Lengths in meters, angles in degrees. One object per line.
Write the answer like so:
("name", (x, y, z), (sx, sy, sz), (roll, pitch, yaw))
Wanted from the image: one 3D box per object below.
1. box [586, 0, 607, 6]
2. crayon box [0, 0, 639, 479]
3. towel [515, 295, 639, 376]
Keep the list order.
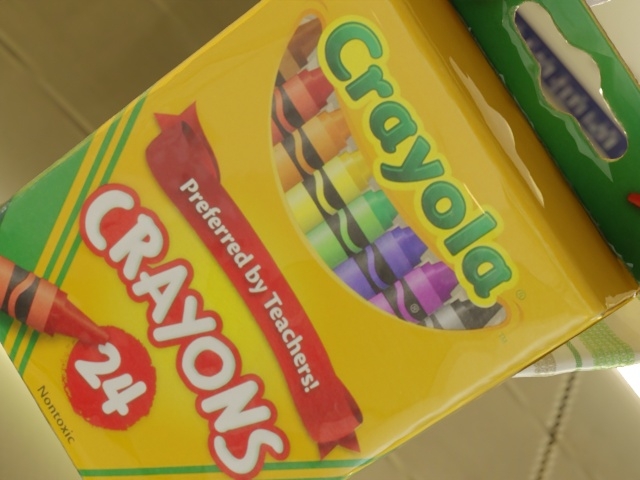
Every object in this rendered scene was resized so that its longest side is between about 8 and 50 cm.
("box", (0.294, -0.302, 1.440), (0.142, 0.247, 0.163), (65, 163, 15))
("crayon box", (0.000, 0.000, 0.862), (0.202, 0.318, 0.081), (57, -157, 7))
("towel", (0.110, 0.029, 0.974), (0.152, 0.023, 0.113), (-4, -145, -32))
